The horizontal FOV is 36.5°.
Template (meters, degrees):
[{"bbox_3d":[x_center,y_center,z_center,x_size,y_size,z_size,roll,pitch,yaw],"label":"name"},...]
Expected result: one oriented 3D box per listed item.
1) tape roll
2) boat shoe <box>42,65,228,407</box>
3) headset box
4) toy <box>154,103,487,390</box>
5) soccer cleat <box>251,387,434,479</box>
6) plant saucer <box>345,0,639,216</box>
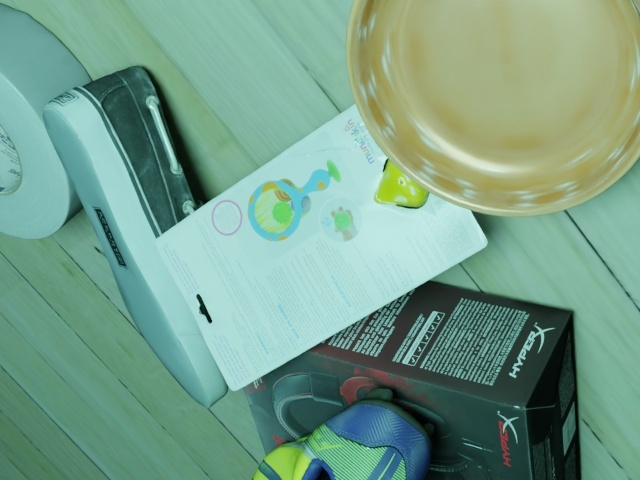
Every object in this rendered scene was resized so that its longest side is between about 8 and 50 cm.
[{"bbox_3d":[-0.297,-0.109,0.894,0.219,0.072,0.219,20,135,21],"label":"tape roll"},{"bbox_3d":[-0.129,0.000,0.843,0.113,0.105,0.306,8,125,59],"label":"boat shoe"},{"bbox_3d":[0.061,0.143,0.826,0.293,0.110,0.218,11,133,29],"label":"headset box"},{"bbox_3d":[0.000,0.000,0.736,0.237,0.056,0.137,-33,81,26],"label":"toy"},{"bbox_3d":[-0.012,0.214,0.765,0.093,0.121,0.289,38,141,0],"label":"soccer cleat"},{"bbox_3d":[0.112,-0.109,0.599,0.200,0.037,0.200,15,126,22],"label":"plant saucer"}]
